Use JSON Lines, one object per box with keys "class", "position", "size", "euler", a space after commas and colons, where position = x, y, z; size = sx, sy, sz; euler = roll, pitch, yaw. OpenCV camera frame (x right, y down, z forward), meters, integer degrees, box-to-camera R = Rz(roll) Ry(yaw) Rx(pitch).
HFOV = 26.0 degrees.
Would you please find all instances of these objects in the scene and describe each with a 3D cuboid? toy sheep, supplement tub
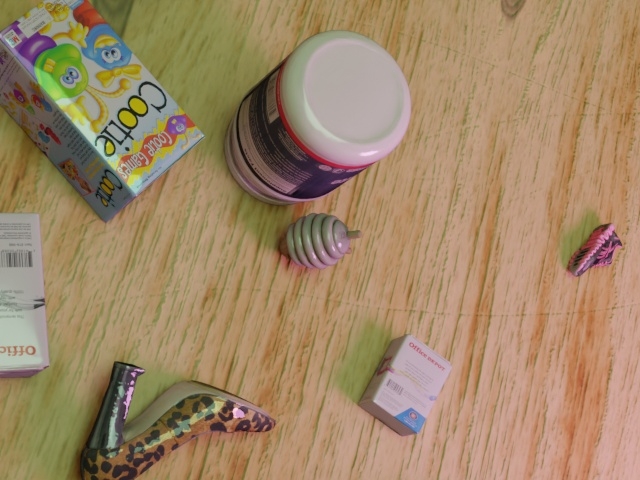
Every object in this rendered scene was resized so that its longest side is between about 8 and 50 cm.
{"class": "toy sheep", "position": [0.000, 0.000, 2.002], "size": [0.091, 0.132, 0.091], "euler": [44, 37, -49]}
{"class": "supplement tub", "position": [-0.011, -0.165, 1.951], "size": [0.191, 0.272, 0.191], "euler": [7, 73, -23]}

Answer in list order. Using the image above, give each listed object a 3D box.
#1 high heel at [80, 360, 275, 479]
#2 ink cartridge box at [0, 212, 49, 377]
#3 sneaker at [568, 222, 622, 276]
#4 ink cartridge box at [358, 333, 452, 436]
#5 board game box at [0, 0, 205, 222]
{"class": "high heel", "position": [-0.193, 0.281, 1.865], "size": [0.261, 0.093, 0.186], "euler": [19, 86, -28]}
{"class": "ink cartridge box", "position": [-0.439, 0.074, 1.788], "size": [0.153, 0.087, 0.208], "euler": [1, 75, -25]}
{"class": "sneaker", "position": [0.451, 0.025, 2.250], "size": [0.119, 0.047, 0.057], "euler": [-44, 108, -27]}
{"class": "ink cartridge box", "position": [0.126, 0.212, 2.036], "size": [0.088, 0.052, 0.122], "euler": [37, 65, -12]}
{"class": "board game box", "position": [-0.315, -0.186, 1.888], "size": [0.275, 0.144, 0.142], "euler": [50, 61, -6]}
